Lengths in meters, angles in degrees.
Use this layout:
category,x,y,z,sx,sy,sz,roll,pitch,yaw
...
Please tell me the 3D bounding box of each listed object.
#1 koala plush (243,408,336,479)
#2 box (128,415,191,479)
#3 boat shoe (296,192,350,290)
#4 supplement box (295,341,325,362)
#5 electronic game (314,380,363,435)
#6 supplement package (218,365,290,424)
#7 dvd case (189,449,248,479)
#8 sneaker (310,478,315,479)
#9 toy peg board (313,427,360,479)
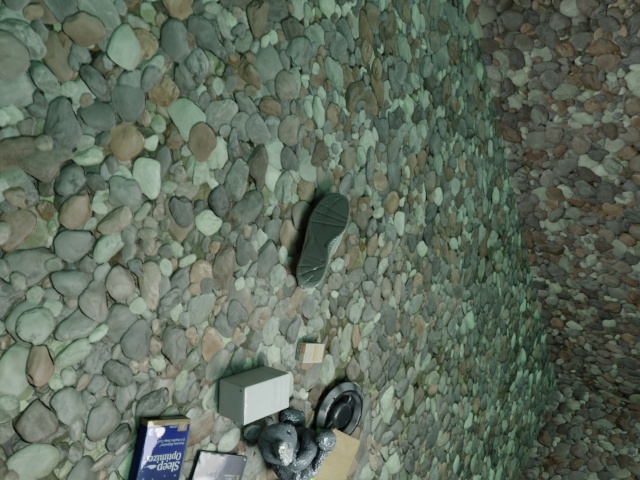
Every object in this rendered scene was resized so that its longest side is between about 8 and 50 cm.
category,x,y,z,sx,sy,sz,roll,pitch,yaw
koala plush,-0.104,0.599,1.725,0.221,0.196,0.203,40,75,-50
box,-0.402,0.550,1.465,0.136,0.036,0.226,17,83,-51
boat shoe,0.002,0.002,1.838,0.118,0.103,0.321,19,72,-5
supplement box,-0.033,0.354,1.888,0.098,0.036,0.062,15,84,-51
electronic game,0.065,0.593,2.034,0.229,0.048,0.230,-13,110,-42
supplement package,-0.183,0.427,1.659,0.179,0.105,0.105,-4,99,-51
dvd case,-0.294,0.689,1.612,0.164,0.018,0.222,26,75,-41
sneaker,-0.091,0.803,1.841,0.240,0.091,0.126,-10,103,-51
toy peg board,0.029,0.694,1.928,0.161,0.079,0.161,40,69,-42
